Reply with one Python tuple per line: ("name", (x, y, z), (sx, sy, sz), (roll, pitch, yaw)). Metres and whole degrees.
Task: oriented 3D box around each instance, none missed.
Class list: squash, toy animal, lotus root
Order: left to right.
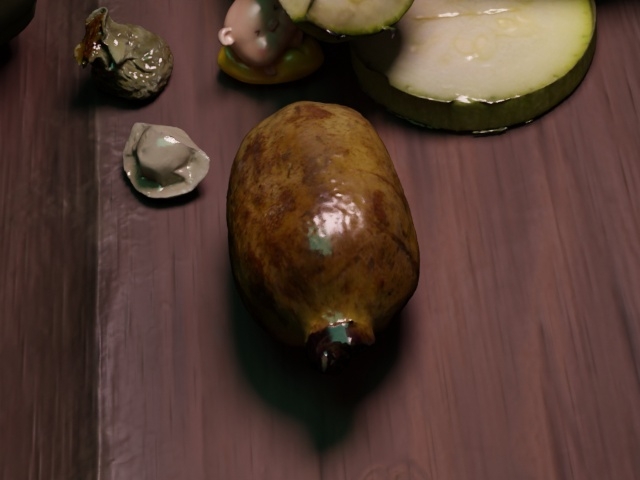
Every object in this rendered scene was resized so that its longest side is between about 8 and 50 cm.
("toy animal", (-0.037, -0.190, 1.554), (0.091, 0.082, 0.114), (25, 60, 28))
("squash", (-0.027, -0.242, 1.545), (0.288, 0.111, 0.203), (2, 66, 52))
("lotus root", (0.000, 0.000, 1.363), (0.145, 0.128, 0.260), (-21, 44, 12))
("squash", (0.133, -0.181, 1.545), (0.219, 0.041, 0.219), (-3, 50, 3))

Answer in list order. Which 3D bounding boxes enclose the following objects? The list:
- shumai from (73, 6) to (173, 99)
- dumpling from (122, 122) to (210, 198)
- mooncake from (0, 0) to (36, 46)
("shumai", (-0.175, -0.173, 1.569), (0.082, 0.080, 0.083), (-10, 48, 2))
("dumpling", (-0.132, -0.066, 1.505), (0.076, 0.057, 0.052), (23, 17, -2))
("mooncake", (-0.383, -0.297, 1.550), (0.187, 0.351, 0.351), (-37, 53, -22))
